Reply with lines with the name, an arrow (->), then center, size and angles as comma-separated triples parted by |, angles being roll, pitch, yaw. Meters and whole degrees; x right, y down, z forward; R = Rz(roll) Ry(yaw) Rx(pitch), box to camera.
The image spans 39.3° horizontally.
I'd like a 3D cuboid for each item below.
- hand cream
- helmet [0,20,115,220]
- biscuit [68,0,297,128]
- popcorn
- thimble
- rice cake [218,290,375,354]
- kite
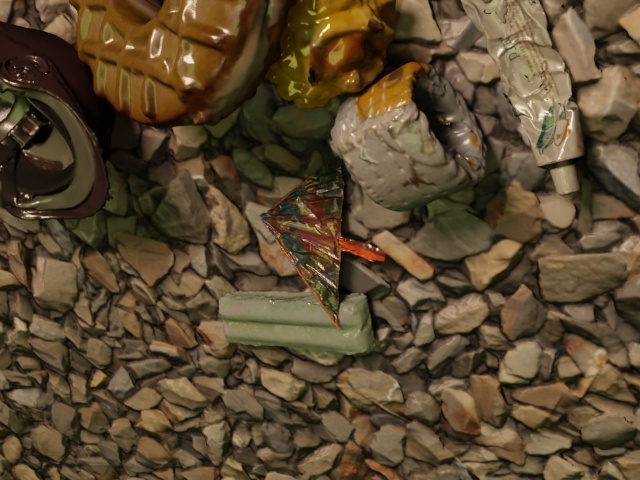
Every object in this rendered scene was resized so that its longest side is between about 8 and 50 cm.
hand cream -> 0.218, -0.165, 0.926 | 0.084, 0.050, 0.257 | -19, 104, 31
helmet -> -0.367, -0.163, 1.127 | 0.305, 0.177, 0.225 | 21, 134, 1
biscuit -> -0.148, -0.276, 0.913 | 0.332, 0.103, 0.332 | 3, 94, 48
popcorn -> 0.006, -0.220, 0.931 | 0.148, 0.152, 0.167 | -13, 126, -19
thimble -> 0.094, -0.106, 0.963 | 0.118, 0.127, 0.151 | -22, 126, 36
rice cake -> -0.036, 0.109, 1.224 | 0.226, 0.040, 0.085 | 1, 121, 25
kite -> 0.000, 0.000, 1.139 | 0.189, 0.009, 0.232 | 17, 117, 28
